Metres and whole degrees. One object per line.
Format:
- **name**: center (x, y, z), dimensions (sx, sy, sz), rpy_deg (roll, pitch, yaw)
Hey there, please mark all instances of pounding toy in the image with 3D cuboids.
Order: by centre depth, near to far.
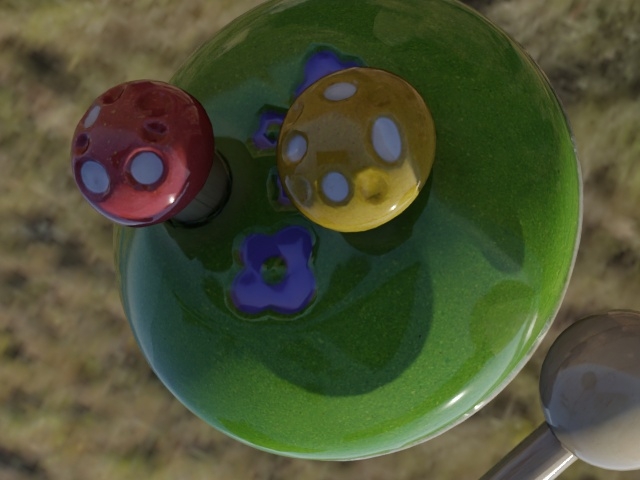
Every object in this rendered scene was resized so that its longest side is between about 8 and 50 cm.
- **pounding toy**: center (0.000, 0.000, 0.573), dimensions (0.237, 0.183, 0.110), rpy_deg (61, -167, 26)
